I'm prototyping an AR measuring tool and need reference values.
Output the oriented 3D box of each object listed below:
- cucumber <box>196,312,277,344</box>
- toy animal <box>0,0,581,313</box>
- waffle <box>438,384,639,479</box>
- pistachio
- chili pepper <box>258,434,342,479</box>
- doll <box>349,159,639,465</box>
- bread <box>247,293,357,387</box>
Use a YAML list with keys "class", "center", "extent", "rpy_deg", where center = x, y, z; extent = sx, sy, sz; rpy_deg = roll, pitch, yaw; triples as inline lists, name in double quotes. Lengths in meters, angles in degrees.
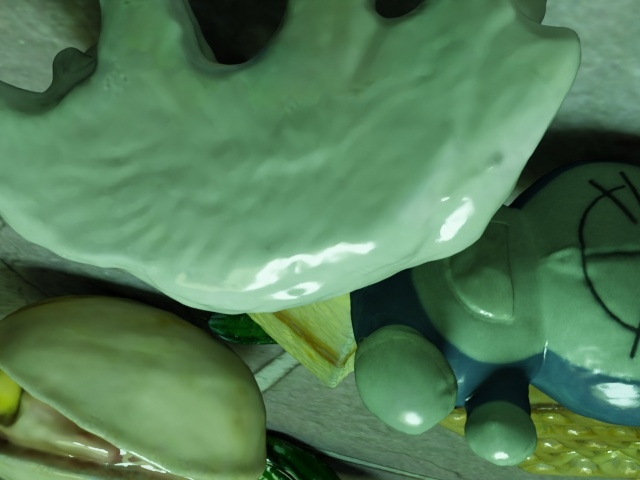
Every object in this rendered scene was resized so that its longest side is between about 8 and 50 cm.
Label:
- class: "cucumber"
  center: [-0.051, 0.085, 1.055]
  extent: [0.168, 0.039, 0.039]
  rpy_deg: [-5, 151, 25]
- class: "toy animal"
  center: [-0.020, -0.071, 0.602]
  extent: [0.308, 0.266, 0.188]
  rpy_deg: [-39, 160, 3]
- class: "waffle"
  center: [0.240, 0.159, 1.026]
  extent: [0.224, 0.098, 0.328]
  rpy_deg: [-4, 157, 32]
- class: "pistachio"
  center: [-0.202, 0.177, 1.070]
  extent: [0.309, 0.229, 0.230]
  rpy_deg: [19, 153, -19]
- class: "chili pepper"
  center: [-0.076, 0.378, 1.532]
  extent: [0.385, 0.213, 0.167]
  rpy_deg: [35, -166, -8]
- class: "doll"
  center: [0.144, 0.033, 0.671]
  extent: [0.259, 0.228, 0.154]
  rpy_deg: [-2, 153, -2]
- class: "bread"
  center: [0.000, 0.000, 0.871]
  extent: [0.178, 0.135, 0.240]
  rpy_deg: [41, 159, 13]
